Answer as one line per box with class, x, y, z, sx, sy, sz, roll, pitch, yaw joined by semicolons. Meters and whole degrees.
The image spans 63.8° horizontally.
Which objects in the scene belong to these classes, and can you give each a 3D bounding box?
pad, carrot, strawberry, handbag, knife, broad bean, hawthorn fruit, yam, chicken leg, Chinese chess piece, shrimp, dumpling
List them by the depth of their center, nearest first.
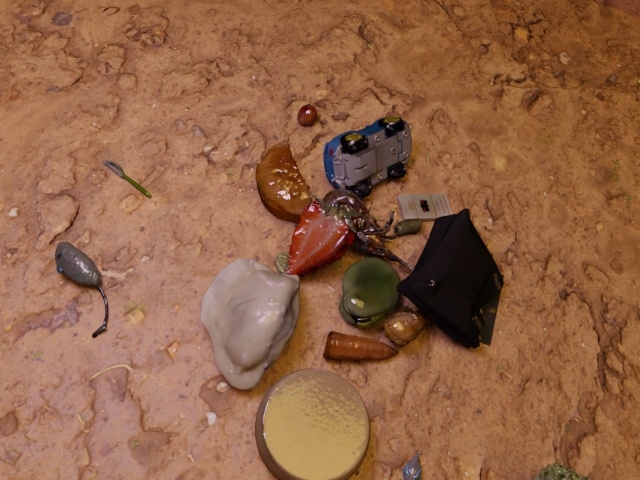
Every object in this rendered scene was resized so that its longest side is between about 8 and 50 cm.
Chinese chess piece;-0.018;0.432;1.185;0.273;0.102;0.274;6;58;-9
dumpling;-0.175;0.179;1.244;0.242;0.187;0.318;26;61;-1
carrot;0.110;0.281;1.330;0.204;0.072;0.072;10;58;-16
chicken leg;0.240;0.220;1.381;0.207;0.101;0.085;-20;69;-45
strawberry;0.010;0.011;1.393;0.174;0.098;0.228;22;90;21
broad bean;0.138;0.139;1.394;0.169;0.100;0.228;22;56;-8
handbag;0.380;0.110;1.408;0.288;0.152;0.342;49;55;-17
knife;-0.550;-0.179;1.465;0.184;0.022;0.026;37;86;10
shrimp;0.145;-0.026;1.479;0.343;0.116;0.145;39;73;12
pad;0.438;0.167;1.498;0.170;0.006;0.246;23;59;2
yam;0.268;-0.042;1.558;0.094;0.043;0.043;-8;63;-18
hawthorn fruit;-0.042;-0.424;1.675;0.066;0.103;0.067;3;41;-3

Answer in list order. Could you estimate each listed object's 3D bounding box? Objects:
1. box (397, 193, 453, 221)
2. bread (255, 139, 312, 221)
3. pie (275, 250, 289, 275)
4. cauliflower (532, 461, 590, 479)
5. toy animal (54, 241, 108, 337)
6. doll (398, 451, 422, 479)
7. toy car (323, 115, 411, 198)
box;0.330;-0.104;1.618;0.166;0.024;0.090;-2;61;-15
bread;-0.120;-0.161;1.492;0.133;0.129;0.260;-10;61;-17
pie;-0.086;0.067;1.429;0.085;0.017;0.085;7;58;-12
cauliflower;0.562;0.648;1.099;0.326;0.281;0.261;20;89;-19
toy animal;-0.577;0.110;1.275;0.079;0.070;0.253;-34;83;9
doll;0.212;0.551;1.205;0.057;0.039;0.114;2;59;39
toy car;0.146;-0.271;1.595;0.314;0.198;0.166;-30;39;-28
